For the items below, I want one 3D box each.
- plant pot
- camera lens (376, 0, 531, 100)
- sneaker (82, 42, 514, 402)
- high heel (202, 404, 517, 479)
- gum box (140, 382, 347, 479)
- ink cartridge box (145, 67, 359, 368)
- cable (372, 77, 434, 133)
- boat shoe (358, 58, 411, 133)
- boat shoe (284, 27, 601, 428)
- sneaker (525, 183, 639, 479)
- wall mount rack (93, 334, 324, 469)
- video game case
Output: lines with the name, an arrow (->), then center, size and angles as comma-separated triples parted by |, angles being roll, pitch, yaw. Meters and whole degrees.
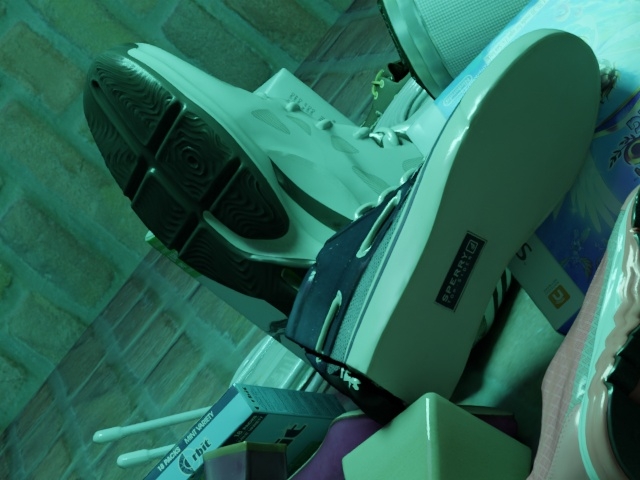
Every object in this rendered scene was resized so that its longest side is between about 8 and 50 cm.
plant pot -> 0.089, 0.200, 1.215 | 0.109, 0.109, 0.096 | -42, 29, 33
camera lens -> 0.203, -0.256, 1.534 | 0.274, 0.219, 0.219 | -22, 24, 24
sneaker -> -0.001, -0.065, 1.548 | 0.257, 0.447, 0.169 | -49, -2, -41
high heel -> 0.032, 0.247, 1.382 | 0.377, 0.127, 0.181 | -22, 67, 48
gum box -> -0.075, 0.214, 1.614 | 0.157, 0.041, 0.184 | -46, -29, 17
ink cartridge box -> 0.000, 0.000, 1.658 | 0.211, 0.289, 0.121 | -55, 10, -19
cable -> 0.160, -0.168, 2.033 | 0.257, 0.089, 0.257 | -49, 13, 8
boat shoe -> 0.130, -0.227, 2.297 | 0.305, 0.091, 0.109 | -44, 14, 28
boat shoe -> 0.087, -0.025, 1.298 | 0.158, 0.127, 0.340 | 22, 80, 57
sneaker -> 0.210, 0.068, 1.131 | 0.136, 0.116, 0.314 | -39, 17, 46
wall mount rack -> -0.121, 0.170, 1.946 | 0.304, 0.130, 0.350 | -53, 12, -9
video game case -> 0.232, -0.096, 1.317 | 0.269, 0.061, 0.244 | -46, 56, 18
